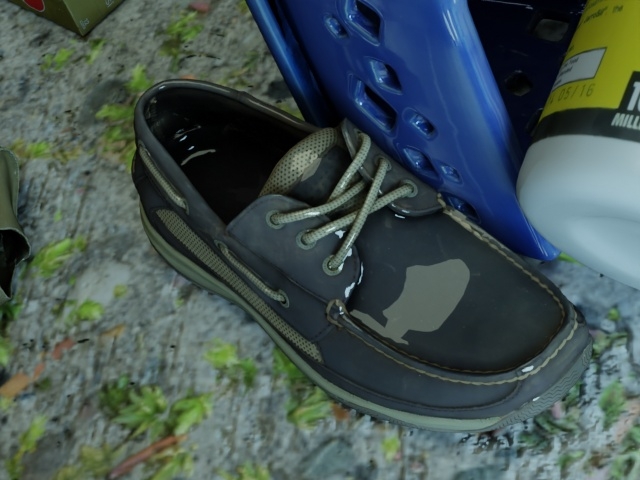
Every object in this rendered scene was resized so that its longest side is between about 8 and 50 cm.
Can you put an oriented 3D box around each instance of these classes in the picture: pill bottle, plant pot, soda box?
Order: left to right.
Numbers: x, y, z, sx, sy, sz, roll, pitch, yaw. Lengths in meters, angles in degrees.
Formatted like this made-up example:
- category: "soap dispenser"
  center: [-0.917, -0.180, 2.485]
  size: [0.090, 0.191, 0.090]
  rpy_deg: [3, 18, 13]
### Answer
- category: "soda box"
  center: [-0.249, -0.238, 1.234]
  size: [0.181, 0.061, 0.058]
  rpy_deg: [28, 65, 36]
- category: "plant pot"
  center: [0.089, -0.160, 0.930]
  size: [0.212, 0.236, 0.236]
  rpy_deg: [17, 59, 38]
- category: "pill bottle"
  center: [0.251, -0.137, 0.812]
  size: [0.187, 0.188, 0.334]
  rpy_deg: [16, 77, 31]

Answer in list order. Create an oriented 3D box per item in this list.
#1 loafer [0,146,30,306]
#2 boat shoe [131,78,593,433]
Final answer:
- category: "loafer"
  center: [-0.232, -0.006, 1.036]
  size: [0.050, 0.056, 0.148]
  rpy_deg: [-6, 59, 15]
- category: "boat shoe"
  center: [0.000, 0.000, 0.887]
  size: [0.355, 0.130, 0.132]
  rpy_deg: [24, 63, 35]
